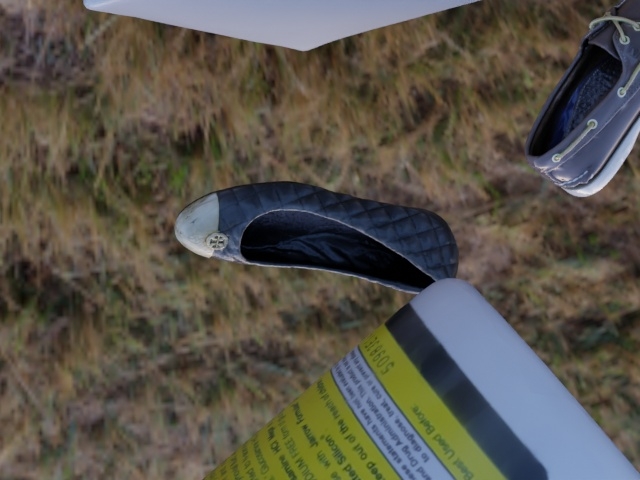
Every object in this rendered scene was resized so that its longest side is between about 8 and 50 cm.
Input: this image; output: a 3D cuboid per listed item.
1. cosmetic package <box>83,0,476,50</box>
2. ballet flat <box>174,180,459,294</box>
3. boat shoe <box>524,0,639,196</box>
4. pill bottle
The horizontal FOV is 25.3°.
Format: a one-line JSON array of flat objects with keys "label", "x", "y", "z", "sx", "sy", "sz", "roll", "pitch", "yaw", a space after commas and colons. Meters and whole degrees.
[{"label": "cosmetic package", "x": 0.076, "y": -0.221, "z": 0.564, "sx": 0.385, "sy": 0.217, "sz": 0.156, "roll": -10, "pitch": 173, "yaw": 39}, {"label": "ballet flat", "x": 0.000, "y": 0.000, "z": 0.848, "sx": 0.173, "sy": 0.049, "sz": 0.057, "roll": 5, "pitch": 135, "yaw": -9}, {"label": "boat shoe", "x": 0.354, "y": -0.210, "z": 1.692, "sx": 0.097, "sy": 0.116, "sz": 0.324, "roll": 24, "pitch": 100, "yaw": -39}, {"label": "pill bottle", "x": 0.001, "y": 0.190, "z": 0.711, "sx": 0.334, "sy": 0.188, "sz": 0.188, "roll": -40, "pitch": 130, "yaw": 3}]
